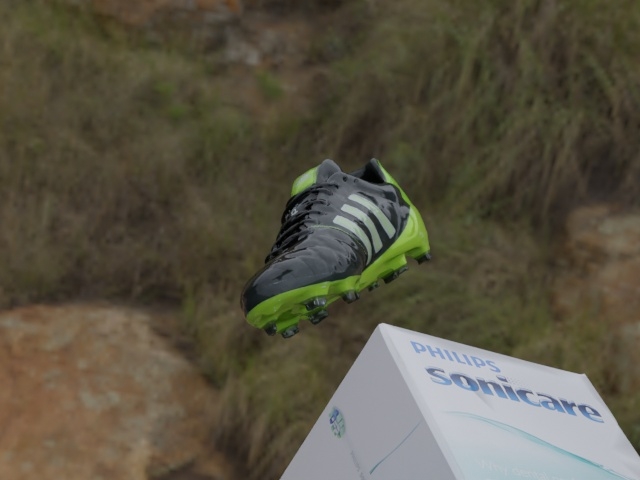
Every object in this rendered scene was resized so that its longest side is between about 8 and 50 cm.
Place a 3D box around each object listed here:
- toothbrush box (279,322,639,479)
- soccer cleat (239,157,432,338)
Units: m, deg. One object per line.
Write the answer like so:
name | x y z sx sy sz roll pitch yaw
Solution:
toothbrush box | 0.066 0.212 0.606 0.126 0.216 0.295 16 27 -30
soccer cleat | 0.000 0.000 0.773 0.072 0.060 0.179 60 27 3
